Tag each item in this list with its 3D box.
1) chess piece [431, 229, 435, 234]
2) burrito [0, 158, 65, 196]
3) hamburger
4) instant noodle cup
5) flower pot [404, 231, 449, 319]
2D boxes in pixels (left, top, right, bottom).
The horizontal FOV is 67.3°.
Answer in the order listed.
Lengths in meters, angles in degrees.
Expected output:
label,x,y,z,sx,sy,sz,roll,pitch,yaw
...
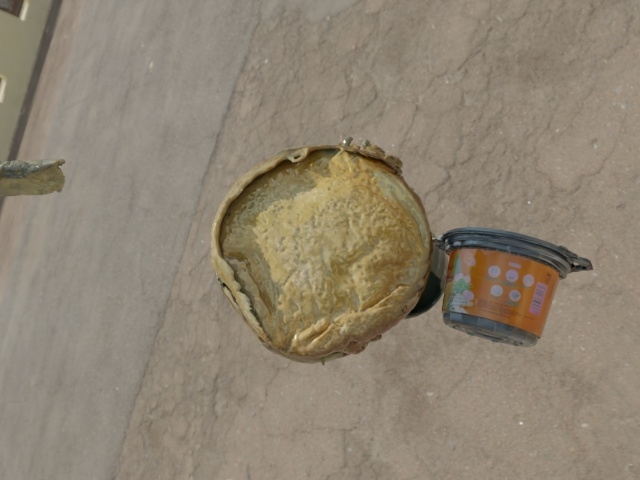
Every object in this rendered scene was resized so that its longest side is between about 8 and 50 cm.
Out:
label,x,y,z,sx,sy,sz,roll,pitch,yaw
chess piece,0.195,-0.025,1.003,0.035,0.092,0.035,-162,90,-82
burrito,-0.559,-0.109,0.815,0.063,0.230,0.058,112,145,-47
hamburger,0.000,0.000,0.558,0.146,0.243,0.285,158,126,-77
instant noodle cup,0.240,0.071,0.653,0.208,0.178,0.125,4,73,50
flower pot,0.112,0.039,0.852,0.189,0.243,0.157,-55,20,18
